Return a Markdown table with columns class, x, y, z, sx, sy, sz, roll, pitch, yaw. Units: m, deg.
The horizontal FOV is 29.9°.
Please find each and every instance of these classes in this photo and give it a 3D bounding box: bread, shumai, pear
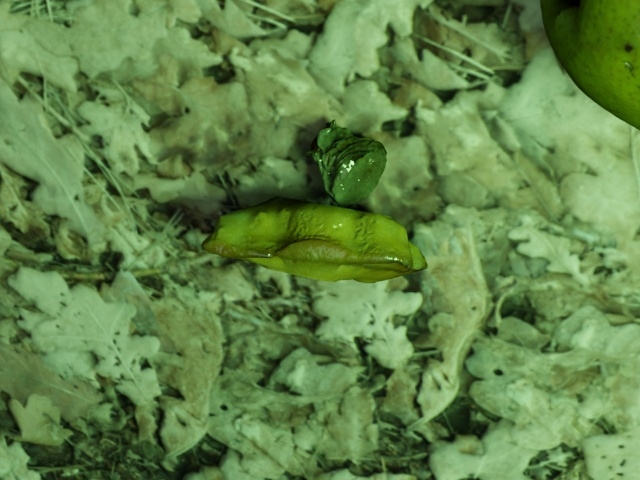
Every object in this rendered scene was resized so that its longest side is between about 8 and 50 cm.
| class | x | y | z | sx | sy | sz | roll | pitch | yaw |
| --- | --- | --- | --- | --- | --- | --- | --- | --- | --- |
| bread | 0.000 | 0.000 | 1.334 | 0.233 | 0.161 | 0.088 | 8 | 95 | 15 |
| shumai | 0.021 | -0.089 | 1.335 | 0.080 | 0.082 | 0.083 | 36 | 95 | 36 |
| pear | 0.336 | -0.217 | 1.056 | 0.294 | 0.294 | 0.294 | 6 | 117 | 12 |
